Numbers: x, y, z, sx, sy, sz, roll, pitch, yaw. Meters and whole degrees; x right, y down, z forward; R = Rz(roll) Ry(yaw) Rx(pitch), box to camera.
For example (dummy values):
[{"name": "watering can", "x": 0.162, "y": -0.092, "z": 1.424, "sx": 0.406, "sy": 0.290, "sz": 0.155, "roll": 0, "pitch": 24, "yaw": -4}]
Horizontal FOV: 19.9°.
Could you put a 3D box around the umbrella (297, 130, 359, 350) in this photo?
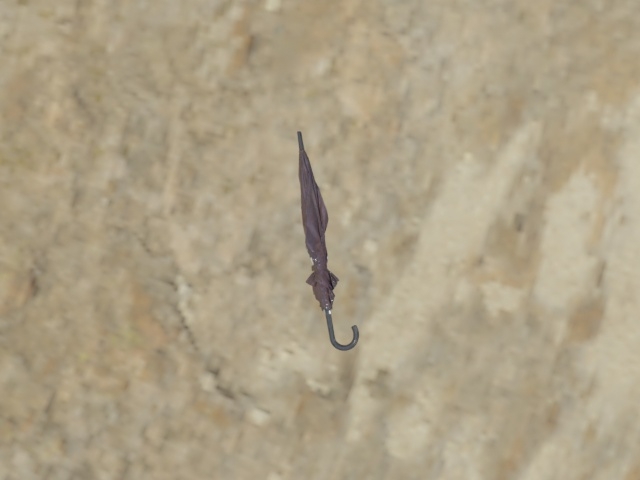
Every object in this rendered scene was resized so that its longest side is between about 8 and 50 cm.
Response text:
[{"name": "umbrella", "x": -0.003, "y": 0.001, "z": 0.987, "sx": 0.013, "sy": 0.022, "sz": 0.122, "roll": 15, "pitch": 60, "yaw": -76}]
